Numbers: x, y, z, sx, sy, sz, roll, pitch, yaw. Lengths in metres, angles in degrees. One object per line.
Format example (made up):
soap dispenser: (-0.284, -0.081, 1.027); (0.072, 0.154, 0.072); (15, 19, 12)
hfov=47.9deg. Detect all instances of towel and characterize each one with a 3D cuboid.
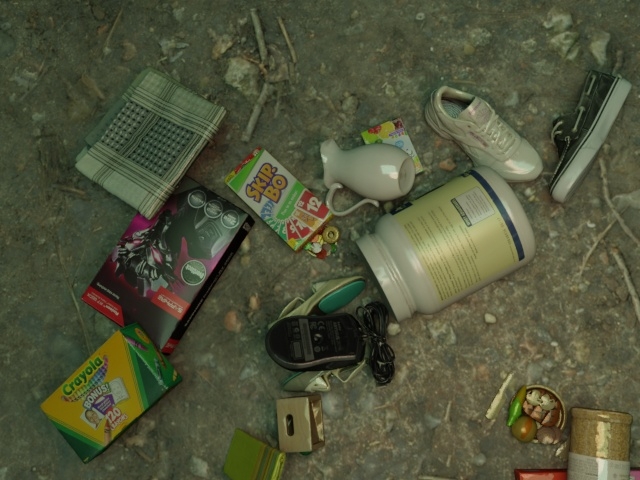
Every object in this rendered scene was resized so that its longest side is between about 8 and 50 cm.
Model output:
towel: (-0.139, 0.463, 1.491); (0.021, 0.237, 0.102); (24, 78, -26)
towel: (-0.404, -0.241, 1.668); (0.324, 0.056, 0.312); (32, 83, 33)

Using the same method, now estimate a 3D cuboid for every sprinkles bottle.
sprinkles bottle: (0.535, 0.508, 1.395); (0.121, 0.121, 0.356); (5, 80, 6)

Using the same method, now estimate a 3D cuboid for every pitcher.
pitcher: (0.100, -0.131, 1.606); (0.207, 0.125, 0.178); (11, 108, 33)

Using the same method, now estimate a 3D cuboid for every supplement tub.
supplement tub: (0.259, 0.012, 1.522); (0.324, 0.235, 0.236); (-28, 78, -1)

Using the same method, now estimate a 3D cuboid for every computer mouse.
computer mouse: (0.016, 0.227, 1.533); (0.272, 0.072, 0.189); (0, 61, -9)

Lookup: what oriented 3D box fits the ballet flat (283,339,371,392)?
ballet flat: (0.021, 0.291, 1.571); (0.213, 0.072, 0.068); (-29, 64, -2)

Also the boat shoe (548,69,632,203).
boat shoe: (0.575, -0.235, 1.614); (0.119, 0.121, 0.335); (27, 72, 17)

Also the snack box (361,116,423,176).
snack box: (0.166, -0.203, 1.671); (0.100, 0.037, 0.141); (-22, 79, 3)

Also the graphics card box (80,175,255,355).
graphics card box: (-0.344, 0.044, 1.644); (0.232, 0.094, 0.371); (32, 83, 11)

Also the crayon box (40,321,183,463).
crayon box: (-0.453, 0.330, 1.559); (0.278, 0.081, 0.165); (-43, 83, 15)

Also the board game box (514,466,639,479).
board game box: (0.570, 0.592, 1.471); (0.316, 0.064, 0.243); (-3, 79, 4)

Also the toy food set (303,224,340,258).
toy food set: (0.000, 0.000, 1.657); (0.083, 0.020, 0.083); (18, 82, 8)

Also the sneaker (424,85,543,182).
sneaker: (0.362, -0.235, 1.603); (0.305, 0.152, 0.114); (35, 82, 9)

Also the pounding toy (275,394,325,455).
pounding toy: (-0.057, 0.404, 1.528); (0.100, 0.130, 0.141); (-7, 79, 14)

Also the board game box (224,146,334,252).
board game box: (-0.102, -0.102, 1.671); (0.124, 0.039, 0.259); (-45, 71, -5)

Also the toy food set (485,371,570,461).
toy food set: (0.464, 0.374, 1.535); (0.192, 0.038, 0.133); (28, 83, 10)

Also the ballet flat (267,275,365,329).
ballet flat: (-0.015, 0.142, 1.607); (0.248, 0.086, 0.086); (-39, 78, -2)
